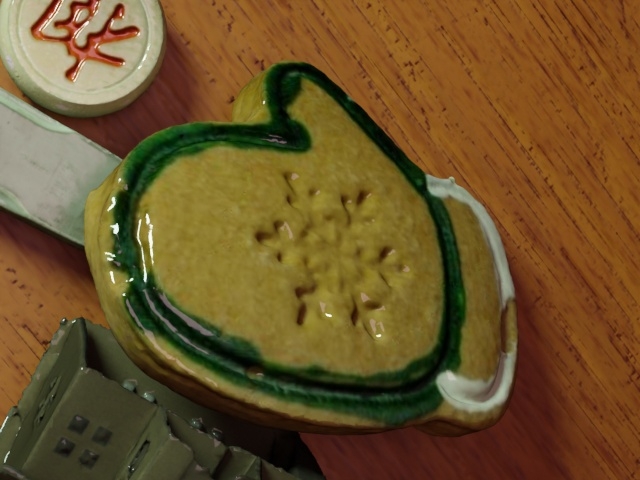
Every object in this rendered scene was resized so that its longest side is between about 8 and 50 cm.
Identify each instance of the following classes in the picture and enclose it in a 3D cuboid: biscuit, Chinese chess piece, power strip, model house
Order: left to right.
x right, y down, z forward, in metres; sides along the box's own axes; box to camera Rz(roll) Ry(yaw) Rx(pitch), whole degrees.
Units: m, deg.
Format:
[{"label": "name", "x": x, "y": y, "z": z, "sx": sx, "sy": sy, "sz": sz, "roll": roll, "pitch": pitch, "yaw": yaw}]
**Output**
[{"label": "power strip", "x": -0.243, "y": -0.075, "z": 0.952, "sx": 0.286, "sy": 0.048, "sz": 0.080, "roll": 29, "pitch": 80, "yaw": -14}, {"label": "Chinese chess piece", "x": -0.171, "y": -0.149, "z": 0.979, "sx": 0.122, "sy": 0.051, "sz": 0.122, "roll": 1, "pitch": 85, "yaw": -18}, {"label": "model house", "x": -0.138, "y": 0.216, "z": 0.901, "sx": 0.211, "sy": 0.204, "sz": 0.243, "roll": 30, "pitch": 94, "yaw": -12}, {"label": "biscuit", "x": 0.001, "y": -0.001, "z": 0.970, "sx": 0.344, "sy": 0.057, "sz": 0.287, "roll": 13, "pitch": 59, "yaw": -30}]
